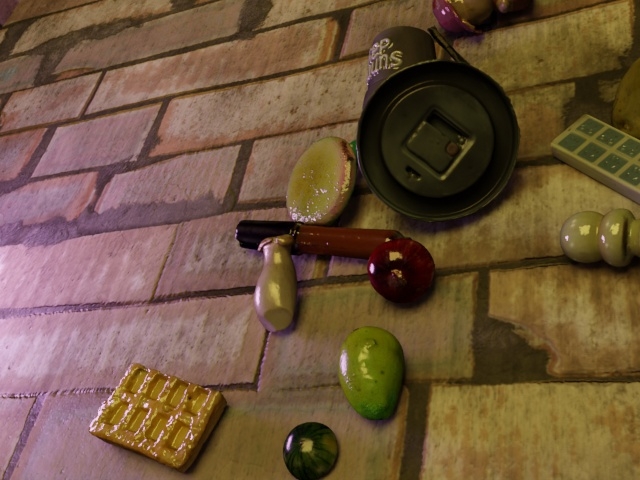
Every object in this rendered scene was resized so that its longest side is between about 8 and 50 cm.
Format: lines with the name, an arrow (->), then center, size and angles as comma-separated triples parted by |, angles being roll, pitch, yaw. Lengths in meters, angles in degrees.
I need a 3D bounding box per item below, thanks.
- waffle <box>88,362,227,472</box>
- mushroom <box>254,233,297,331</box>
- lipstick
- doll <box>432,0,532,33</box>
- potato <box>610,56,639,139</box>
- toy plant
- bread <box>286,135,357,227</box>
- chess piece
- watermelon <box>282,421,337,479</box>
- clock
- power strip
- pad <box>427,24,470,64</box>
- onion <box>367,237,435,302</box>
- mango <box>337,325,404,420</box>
waffle -> -0.325, 0.351, 1.498 | 0.274, 0.057, 0.168 | 9, 58, 34
mushroom -> -0.091, 0.085, 1.558 | 0.088, 0.097, 0.212 | 7, 72, -8
lipstick -> 0.000, 0.000, 1.615 | 0.418, 0.077, 0.077 | 5, 55, 30
doll -> 0.405, -0.616, 1.879 | 0.256, 0.152, 0.196 | -19, 33, 19
potato -> 0.618, -0.291, 1.489 | 0.081, 0.120, 0.149 | 7, 48, 32
toy plant -> 0.175, -0.276, 1.690 | 0.279, 0.185, 0.400 | -4, 67, 16
bread -> -0.005, -0.129, 1.687 | 0.228, 0.033, 0.228 | -21, 59, 42
chess piece -> 0.542, -0.004, 1.304 | 0.243, 0.133, 0.133 | 0, 52, 37
watermelon -> -0.025, 0.365, 1.320 | 0.105, 0.062, 0.105 | -18, 48, 21
clock -> 0.233, -0.200, 1.510 | 0.325, 0.325, 0.067 | -26, 8, 6
power strip -> 0.603, -0.135, 1.428 | 0.106, 0.043, 0.367 | -40, 45, -7
pad -> 0.338, -0.390, 1.710 | 0.022, 0.174, 0.233 | -42, 43, 17
onion -> 0.157, 0.058, 1.446 | 0.131, 0.131, 0.131 | -15, 47, 17
mango -> 0.092, 0.235, 1.346 | 0.119, 0.100, 0.178 | -13, 55, 15
